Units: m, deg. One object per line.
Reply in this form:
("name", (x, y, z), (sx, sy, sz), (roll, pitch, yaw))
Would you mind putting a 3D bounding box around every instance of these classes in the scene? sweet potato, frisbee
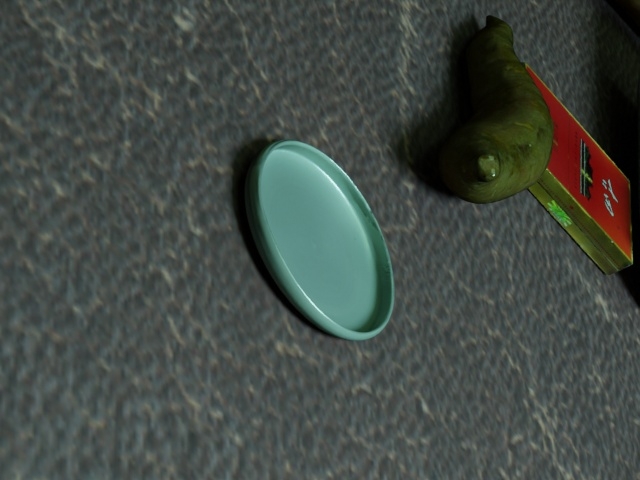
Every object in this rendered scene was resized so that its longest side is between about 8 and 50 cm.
("sweet potato", (0.113, -0.075, 1.010), (0.069, 0.059, 0.249), (39, 30, -12))
("frisbee", (0.000, 0.000, 0.812), (0.110, 0.014, 0.110), (38, 37, -36))

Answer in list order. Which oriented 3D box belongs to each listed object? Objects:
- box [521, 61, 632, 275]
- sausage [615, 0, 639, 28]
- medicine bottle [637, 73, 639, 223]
("box", (0.167, -0.049, 1.102), (0.133, 0.023, 0.090), (45, 36, -26))
("sausage", (0.310, -0.206, 1.381), (0.270, 0.109, 0.109), (40, 36, -31))
("medicine bottle", (0.305, -0.045, 1.190), (0.143, 0.143, 0.258), (45, 34, -26))
